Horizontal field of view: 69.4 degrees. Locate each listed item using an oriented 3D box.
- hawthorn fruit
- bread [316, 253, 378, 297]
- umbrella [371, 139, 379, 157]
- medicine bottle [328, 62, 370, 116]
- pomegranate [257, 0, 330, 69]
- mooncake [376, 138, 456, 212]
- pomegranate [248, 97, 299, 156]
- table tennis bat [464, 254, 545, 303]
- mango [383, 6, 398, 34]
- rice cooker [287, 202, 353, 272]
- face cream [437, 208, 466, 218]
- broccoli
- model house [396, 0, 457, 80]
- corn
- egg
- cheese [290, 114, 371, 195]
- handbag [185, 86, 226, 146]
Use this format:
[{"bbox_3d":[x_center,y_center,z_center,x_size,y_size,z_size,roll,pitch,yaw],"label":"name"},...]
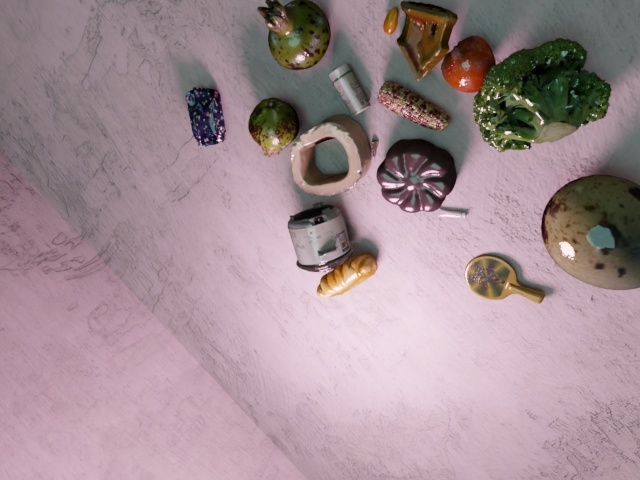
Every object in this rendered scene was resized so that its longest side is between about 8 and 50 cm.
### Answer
[{"bbox_3d":[0.497,-0.581,1.539,0.172,0.173,0.173,12,120,21],"label":"hawthorn fruit"},{"bbox_3d":[0.124,0.157,2.123,0.311,0.172,0.121,-36,68,32],"label":"bread"},{"bbox_3d":[0.220,-0.377,1.878,0.031,0.020,0.083,-9,118,-13],"label":"umbrella"},{"bbox_3d":[0.113,-0.578,1.782,0.086,0.086,0.184,-24,103,34],"label":"medicine bottle"},{"bbox_3d":[-0.088,-0.769,1.664,0.242,0.243,0.306,14,162,20],"label":"pomegranate"},{"bbox_3d":[0.367,-0.247,1.794,0.305,0.154,0.306,10,118,19],"label":"mooncake"},{"bbox_3d":[-0.211,-0.465,1.935,0.204,0.222,0.276,37,146,-16],"label":"pomegranate"},{"bbox_3d":[0.750,0.173,1.893,0.320,0.050,0.199,24,122,19],"label":"table tennis bat"},{"bbox_3d":[0.251,-0.773,1.627,0.046,0.060,0.089,5,125,-23],"label":"mango"},{"bbox_3d":[0.000,0.000,2.040,0.264,0.316,0.317,-19,112,-12],"label":"rice cooker"},{"bbox_3d":[0.528,-0.107,1.865,0.115,0.020,0.038,9,120,26],"label":"face cream"},{"bbox_3d":[0.667,-0.439,1.446,0.412,0.321,0.310,11,86,-22],"label":"broccoli"},{"bbox_3d":[0.339,-0.659,1.551,0.173,0.268,0.239,8,123,0],"label":"model house"},{"bbox_3d":[0.345,-0.493,1.708,0.289,0.098,0.098,29,125,6],"label":"corn"},{"bbox_3d":[0.933,-0.017,1.509,0.428,0.345,0.345,42,126,-6],"label":"egg"},{"bbox_3d":[0.033,-0.344,1.908,0.332,0.153,0.293,-15,108,31],"label":"cheese"},{"bbox_3d":[-0.517,-0.560,2.094,0.161,0.113,0.261,3,116,20],"label":"handbag"}]
